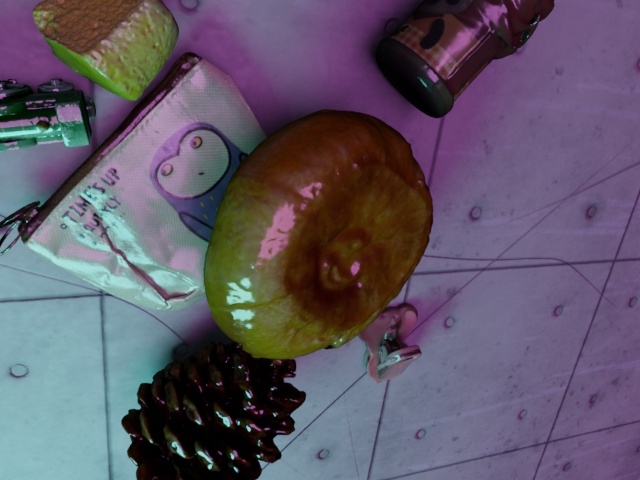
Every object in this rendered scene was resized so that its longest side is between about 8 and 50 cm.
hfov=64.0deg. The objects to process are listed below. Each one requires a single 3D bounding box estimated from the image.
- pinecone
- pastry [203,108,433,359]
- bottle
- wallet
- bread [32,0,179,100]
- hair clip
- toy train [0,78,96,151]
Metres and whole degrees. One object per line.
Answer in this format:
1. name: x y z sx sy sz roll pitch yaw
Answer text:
1. pinecone: -0.145 0.256 0.738 0.272 0.224 0.224 -35 122 0
2. pastry: 0.000 0.000 0.677 0.356 0.164 0.356 -25 134 -28
3. bottle: 0.203 -0.302 0.675 0.156 0.143 0.271 44 96 7
4. wallet: -0.191 -0.045 0.662 0.335 0.068 0.275 -45 129 -2
5. bread: -0.220 -0.219 0.548 0.114 0.129 0.111 -47 165 -1
6. hair clip: 0.122 0.187 0.929 0.123 0.102 0.138 -10 149 -16
7. toy train: -0.337 -0.129 0.549 0.178 0.104 0.071 -10 121 -17
